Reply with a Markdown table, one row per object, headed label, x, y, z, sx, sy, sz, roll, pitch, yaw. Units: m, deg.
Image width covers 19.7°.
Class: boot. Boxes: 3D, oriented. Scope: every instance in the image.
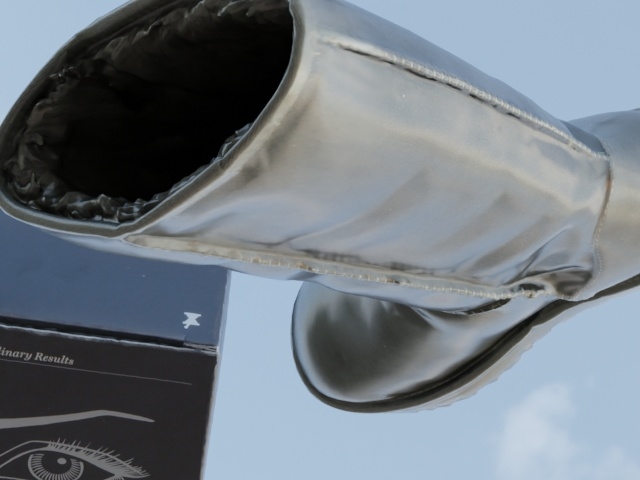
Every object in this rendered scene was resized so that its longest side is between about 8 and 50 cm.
| label | x | y | z | sx | sy | sz | roll | pitch | yaw |
| --- | --- | --- | --- | --- | --- | --- | --- | --- | --- |
| boot | -0.001 | -0.002 | 0.505 | 0.190 | 0.208 | 0.076 | -35 | -112 | 37 |

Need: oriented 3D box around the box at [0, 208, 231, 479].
| label | x | y | z | sx | sy | sz | roll | pitch | yaw |
| --- | --- | --- | --- | --- | --- | --- | --- | --- | --- |
| box | -0.133 | 0.094 | 1.003 | 0.153 | 0.108 | 0.207 | 9 | -55 | -3 |
